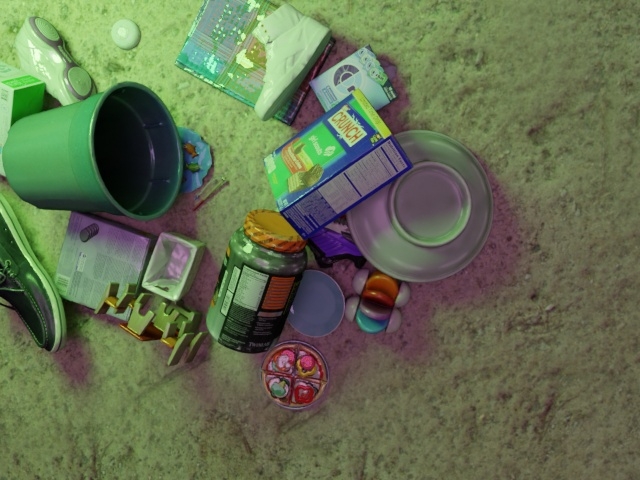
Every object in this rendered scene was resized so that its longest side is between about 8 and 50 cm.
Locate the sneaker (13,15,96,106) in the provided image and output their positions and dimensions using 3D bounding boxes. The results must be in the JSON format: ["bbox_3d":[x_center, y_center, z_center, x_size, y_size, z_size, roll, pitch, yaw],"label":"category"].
[{"bbox_3d":[-0.738,-0.457,1.567,0.152,0.114,0.305,-29,92,27],"label":"sneaker"}]

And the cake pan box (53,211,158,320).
[{"bbox_3d":[-0.618,0.075,1.609,0.245,0.070,0.267,18,97,6],"label":"cake pan box"}]

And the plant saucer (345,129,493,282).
[{"bbox_3d":[0.267,-0.089,1.433,0.400,0.100,0.401,0,90,-9],"label":"plant saucer"}]

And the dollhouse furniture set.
[{"bbox_3d":[-0.430,0.236,1.498,0.262,0.259,0.135,29,92,17],"label":"dollhouse furniture set"}]

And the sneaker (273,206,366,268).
[{"bbox_3d":[0.000,0.000,1.516,0.293,0.102,0.146,18,106,4],"label":"sneaker"}]

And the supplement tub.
[{"bbox_3d":[-0.158,0.104,1.454,0.207,0.207,0.338,23,113,4],"label":"supplement tub"}]

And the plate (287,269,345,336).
[{"bbox_3d":[-0.018,0.173,1.558,0.188,0.024,0.188,2,95,22],"label":"plate"}]

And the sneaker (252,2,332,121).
[{"bbox_3d":[-0.120,-0.465,1.457,0.169,0.108,0.293,35,88,2],"label":"sneaker"}]

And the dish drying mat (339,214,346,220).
[{"bbox_3d":[0.061,-0.054,1.553,0.083,0.008,0.032,3,97,6],"label":"dish drying mat"}]

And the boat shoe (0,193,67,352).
[{"bbox_3d":[-0.868,0.100,1.564,0.186,0.156,0.500,-31,88,42],"label":"boat shoe"}]

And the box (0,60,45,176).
[{"bbox_3d":[-0.899,-0.346,1.527,0.231,0.127,0.262,25,120,5],"label":"box"}]

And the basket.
[{"bbox_3d":[-0.402,0.067,1.566,0.113,0.103,0.167,23,97,4],"label":"basket"}]

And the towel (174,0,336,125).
[{"bbox_3d":[-0.181,-0.511,1.521,0.370,0.040,0.272,29,98,3],"label":"towel"}]

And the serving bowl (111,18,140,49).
[{"bbox_3d":[-0.543,-0.573,1.559,0.083,0.027,0.083,1,96,6],"label":"serving bowl"}]

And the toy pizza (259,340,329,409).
[{"bbox_3d":[-0.076,0.384,1.596,0.201,0.032,0.201,1,96,6],"label":"toy pizza"}]

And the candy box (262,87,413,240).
[{"bbox_3d":[0.031,-0.193,1.391,0.317,0.268,0.122,-34,128,9],"label":"candy box"}]

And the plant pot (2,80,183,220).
[{"bbox_3d":[-0.592,-0.213,1.446,0.334,0.341,0.341,-2,95,21],"label":"plant pot"}]

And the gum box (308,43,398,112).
[{"bbox_3d":[0.087,-0.398,1.488,0.184,0.041,0.157,-31,102,9],"label":"gum box"}]

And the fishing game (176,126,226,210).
[{"bbox_3d":[-0.392,-0.223,1.571,0.189,0.041,0.264,-41,90,11],"label":"fishing game"}]

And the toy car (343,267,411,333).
[{"bbox_3d":[0.150,0.168,1.498,0.159,0.136,0.182,18,99,4],"label":"toy car"}]
